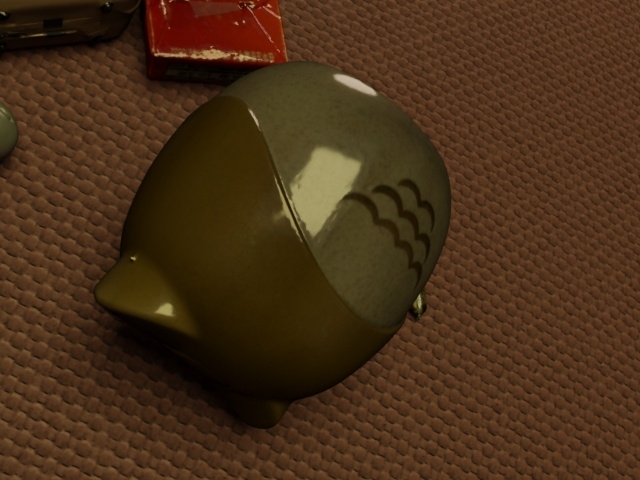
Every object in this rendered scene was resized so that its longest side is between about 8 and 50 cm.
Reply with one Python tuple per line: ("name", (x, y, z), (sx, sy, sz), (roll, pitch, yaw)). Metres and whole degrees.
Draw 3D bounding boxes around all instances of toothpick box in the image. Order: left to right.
("toothpick box", (-0.063, 0.004, 1.214), (0.409, 0.409, 0.425), (38, 76, -4))

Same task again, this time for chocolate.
("chocolate", (-0.191, -0.376, 1.495), (0.237, 0.108, 0.235), (-1, 68, -26))

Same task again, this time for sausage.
("sausage", (0.152, 0.007, 1.522), (0.032, 0.033, 0.269), (2, 68, -23))

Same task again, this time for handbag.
("handbag", (-0.454, -0.445, 1.386), (0.301, 0.149, 0.283), (-14, 77, -26))

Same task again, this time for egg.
("egg", (-0.501, -0.164, 1.267), (0.135, 0.103, 0.103), (22, 61, -13))
